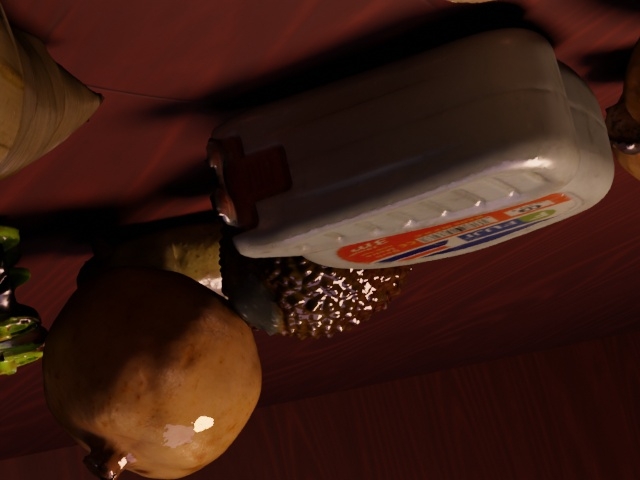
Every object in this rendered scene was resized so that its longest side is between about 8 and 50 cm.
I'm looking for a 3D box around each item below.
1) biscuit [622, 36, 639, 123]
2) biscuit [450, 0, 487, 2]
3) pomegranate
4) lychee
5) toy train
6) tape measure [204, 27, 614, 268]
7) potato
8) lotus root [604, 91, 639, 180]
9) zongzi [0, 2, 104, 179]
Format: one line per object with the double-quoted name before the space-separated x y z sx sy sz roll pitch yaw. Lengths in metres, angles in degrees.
"biscuit" 0.396 -0.166 1.194 0.350 0.070 0.394 -38 151 28
"biscuit" 0.130 -0.173 1.029 0.152 0.020 0.152 -14 169 -3
"pomegranate" -0.144 0.116 1.422 0.196 0.196 0.196 -14 169 -3
"lychee" 0.000 0.000 1.414 0.171 0.171 0.171 -14 169 -3
"toy train" -0.311 0.060 1.438 0.161 0.100 0.296 -11 169 -9
"tape measure" 0.074 -0.064 1.246 0.243 0.125 0.246 -16 167 21
"potato" -0.114 0.029 1.563 0.225 0.090 0.117 -4 150 -30
"lotus root" 0.304 -0.096 1.392 0.221 0.118 0.125 -7 152 -31
"zongzi" -0.246 -0.064 0.906 0.228 0.115 0.256 -12 180 7
